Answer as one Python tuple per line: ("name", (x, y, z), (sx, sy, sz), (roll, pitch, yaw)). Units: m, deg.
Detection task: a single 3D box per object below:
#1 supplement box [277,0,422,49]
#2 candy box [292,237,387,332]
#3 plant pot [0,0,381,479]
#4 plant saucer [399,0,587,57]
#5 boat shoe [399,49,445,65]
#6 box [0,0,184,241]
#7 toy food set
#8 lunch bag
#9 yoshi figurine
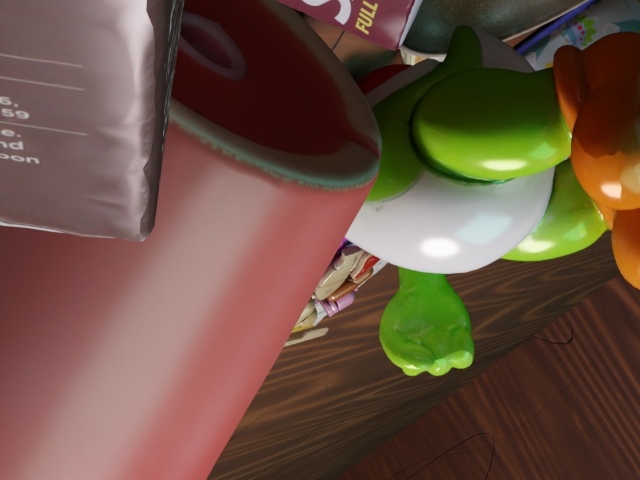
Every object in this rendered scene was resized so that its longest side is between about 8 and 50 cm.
("supplement box", (0.048, -0.194, 0.474), (0.130, 0.073, 0.239), (109, 6, -69))
("candy box", (0.000, 0.000, 1.277), (0.159, 0.071, 0.233), (-14, 158, -50))
("plant pot", (-0.118, -0.005, 0.679), (0.243, 0.275, 0.275), (-49, 160, 23))
("plant saucer", (0.162, -0.221, 0.912), (0.310, 0.050, 0.310), (-29, 167, -8))
("boat shoe", (0.096, -0.106, 1.115), (0.068, 0.072, 0.190), (-32, 166, 4))
("box", (-0.078, -0.158, 0.278), (0.143, 0.191, 0.381), (8, 160, -3))
("toy food set", (0.010, 0.037, 1.244), (0.078, 0.019, 0.122), (-12, 148, -47))
("lunch bag", (0.223, -0.117, 1.226), (0.151, 0.129, 0.096), (-32, 165, -2))
("yoshi figurine", (0.018, -0.002, 0.861), (0.362, 0.204, 0.203), (-5, -168, 21))
